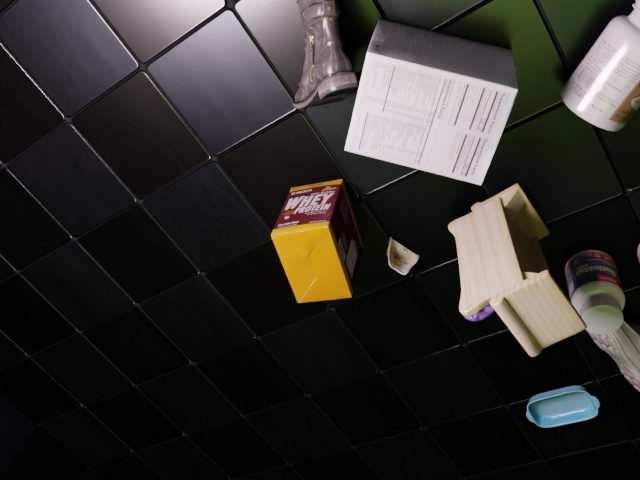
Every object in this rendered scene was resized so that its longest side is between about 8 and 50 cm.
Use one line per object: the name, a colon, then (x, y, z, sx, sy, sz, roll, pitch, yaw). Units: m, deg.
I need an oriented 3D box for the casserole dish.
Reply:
casserole dish: (0.637, 0.435, 1.690, 0.188, 0.037, 0.114, -22, 117, 26)

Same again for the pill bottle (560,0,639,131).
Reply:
pill bottle: (0.541, -0.319, 1.119, 0.131, 0.131, 0.229, 25, 126, -5)

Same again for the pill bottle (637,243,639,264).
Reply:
pill bottle: (0.728, 0.076, 1.303, 0.117, 0.215, 0.117, 6, 126, 9)

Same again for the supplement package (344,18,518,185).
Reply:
supplement package: (0.203, -0.262, 1.194, 0.262, 0.199, 0.198, 14, 127, 2)

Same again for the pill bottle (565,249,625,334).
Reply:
pill bottle: (0.594, 0.112, 1.381, 0.107, 0.180, 0.108, 6, 126, 8)

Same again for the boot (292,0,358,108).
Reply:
boot: (-0.006, -0.378, 1.211, 0.091, 0.263, 0.229, -15, 96, -20)

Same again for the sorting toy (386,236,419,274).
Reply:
sorting toy: (0.183, 0.046, 1.494, 0.083, 0.075, 0.045, 33, 125, -10)

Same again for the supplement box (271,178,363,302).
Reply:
supplement box: (0.000, 0.000, 1.429, 0.129, 0.194, 0.191, -8, 123, 18)

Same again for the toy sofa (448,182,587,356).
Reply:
toy sofa: (0.379, 0.057, 1.281, 0.177, 0.363, 0.150, -32, 114, 23)

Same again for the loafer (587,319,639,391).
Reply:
loafer: (0.727, 0.238, 1.500, 0.111, 0.112, 0.319, -45, 109, -4)
